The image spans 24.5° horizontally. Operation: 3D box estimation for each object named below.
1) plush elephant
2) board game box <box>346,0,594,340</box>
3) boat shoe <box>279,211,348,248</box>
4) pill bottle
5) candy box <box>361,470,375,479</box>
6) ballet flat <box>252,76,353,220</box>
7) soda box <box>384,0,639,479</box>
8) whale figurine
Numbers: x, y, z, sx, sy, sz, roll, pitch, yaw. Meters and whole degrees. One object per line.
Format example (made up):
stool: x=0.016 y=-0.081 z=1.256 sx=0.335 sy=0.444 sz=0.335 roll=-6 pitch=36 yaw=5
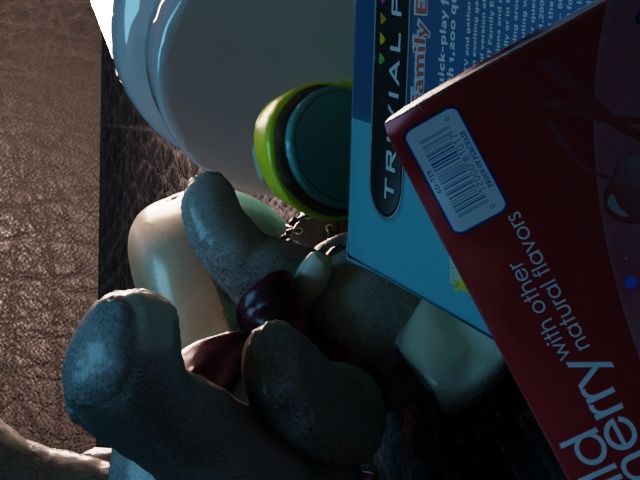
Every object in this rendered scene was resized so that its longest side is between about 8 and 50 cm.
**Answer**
plush elephant: x=-0.023 y=0.076 z=0.876 sx=0.272 sy=0.330 sz=0.255 roll=-41 pitch=24 yaw=52
board game box: x=0.114 y=-0.079 z=0.565 sx=0.336 sy=0.079 sz=0.254 roll=-149 pitch=58 yaw=-64
boat shoe: x=0.000 y=0.000 z=1.109 sx=0.064 sy=0.060 sz=0.178 roll=138 pitch=132 yaw=-69
pill bottle: x=-0.062 y=-0.175 z=1.094 sx=0.361 sy=0.204 sz=0.204 roll=-120 pitch=36 yaw=-64
candy box: x=-0.081 y=0.241 z=1.040 sx=0.071 sy=0.233 sz=0.159 roll=154 pitch=118 yaw=-72
ballet flat: x=0.007 y=-0.056 z=0.846 sx=0.231 sy=0.077 sz=0.077 roll=-28 pitch=-74 yaw=-59
soda box: x=0.119 y=0.065 z=0.377 sx=0.263 sy=0.083 sz=0.092 roll=63 pitch=-164 yaw=4
whale figurine: x=-0.064 y=0.083 z=1.258 sx=0.216 sy=0.141 sz=0.272 roll=-156 pitch=44 yaw=-74
